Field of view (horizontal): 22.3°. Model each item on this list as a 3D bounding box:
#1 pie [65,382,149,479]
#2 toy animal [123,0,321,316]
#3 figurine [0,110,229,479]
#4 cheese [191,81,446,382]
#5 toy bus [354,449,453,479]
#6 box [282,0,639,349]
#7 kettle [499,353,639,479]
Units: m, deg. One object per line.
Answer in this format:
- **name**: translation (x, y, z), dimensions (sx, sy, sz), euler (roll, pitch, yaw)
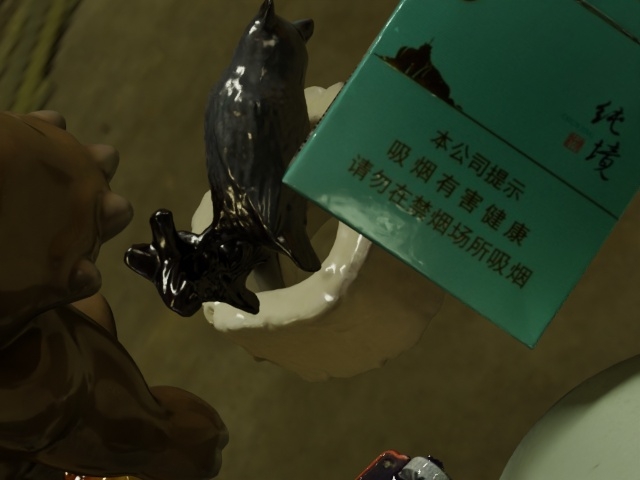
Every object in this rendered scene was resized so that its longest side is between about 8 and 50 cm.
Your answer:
- **pie**: translation (-0.228, 0.206, 1.129), dimensions (0.308, 0.085, 0.308), euler (-9, 60, 17)
- **toy animal**: translation (-0.038, -0.051, 1.072), dimensions (0.117, 0.121, 0.210), euler (25, 99, 31)
- **figurine**: translation (-0.161, 0.018, 0.751), dimensions (0.177, 0.247, 0.173), euler (-11, 70, 38)
- **cheese**: translation (0.000, 0.003, 1.810), dimensions (0.292, 0.153, 0.332), euler (-36, 38, 26)
- **toy bus**: translation (0.140, 0.330, 1.391), dimensions (0.329, 0.153, 0.143), euler (32, 61, 33)
- **box**: translation (0.108, -0.082, 0.858), dimensions (0.229, 0.162, 0.041), euler (-56, 2, 2)
- **kettle**: translation (0.199, 0.274, 0.756), dimensions (0.377, 0.250, 0.361), euler (-86, 10, -74)
